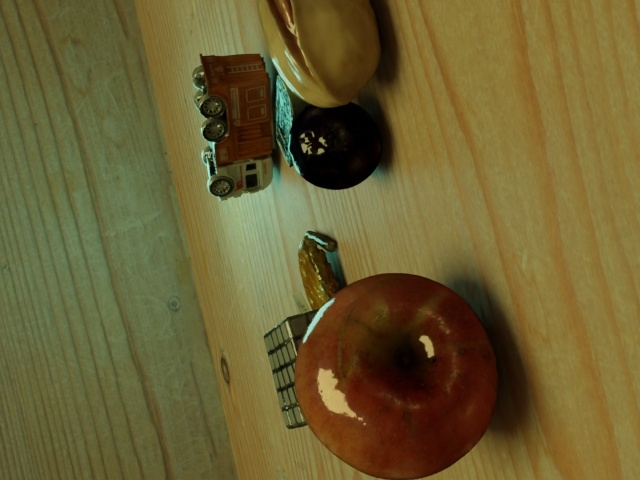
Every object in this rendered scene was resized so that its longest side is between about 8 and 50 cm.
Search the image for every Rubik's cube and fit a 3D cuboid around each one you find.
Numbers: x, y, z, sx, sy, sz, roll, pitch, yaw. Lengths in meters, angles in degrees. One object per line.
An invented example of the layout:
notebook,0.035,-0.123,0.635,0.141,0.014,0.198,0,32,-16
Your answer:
Rubik's cube,0.027,0.276,2.026,0.237,0.237,0.238,130,125,-66

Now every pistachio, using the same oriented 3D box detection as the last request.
pistachio,-0.006,-0.400,1.732,0.309,0.230,0.230,66,159,3

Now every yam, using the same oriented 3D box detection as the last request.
yam,0.000,0.000,2.238,0.145,0.032,0.032,-154,54,-63

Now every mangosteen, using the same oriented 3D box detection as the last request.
mangosteen,0.037,-0.192,1.857,0.230,0.194,0.194,19,-126,-73

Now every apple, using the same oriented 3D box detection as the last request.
apple,0.129,0.244,1.594,0.364,0.364,0.364,168,90,-70

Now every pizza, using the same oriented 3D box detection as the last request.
pizza,0.012,0.120,2.220,0.197,0.058,0.292,37,146,56

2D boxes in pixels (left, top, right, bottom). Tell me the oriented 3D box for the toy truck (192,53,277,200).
toy truck,-0.220,-0.300,2.401,0.173,0.207,0.387,-108,13,-46

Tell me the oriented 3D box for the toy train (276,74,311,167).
toy train,-0.046,-0.275,1.986,0.407,0.088,0.086,100,146,-76

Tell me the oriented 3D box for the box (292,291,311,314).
box,-0.028,0.237,2.387,0.198,0.029,0.109,79,166,-46
